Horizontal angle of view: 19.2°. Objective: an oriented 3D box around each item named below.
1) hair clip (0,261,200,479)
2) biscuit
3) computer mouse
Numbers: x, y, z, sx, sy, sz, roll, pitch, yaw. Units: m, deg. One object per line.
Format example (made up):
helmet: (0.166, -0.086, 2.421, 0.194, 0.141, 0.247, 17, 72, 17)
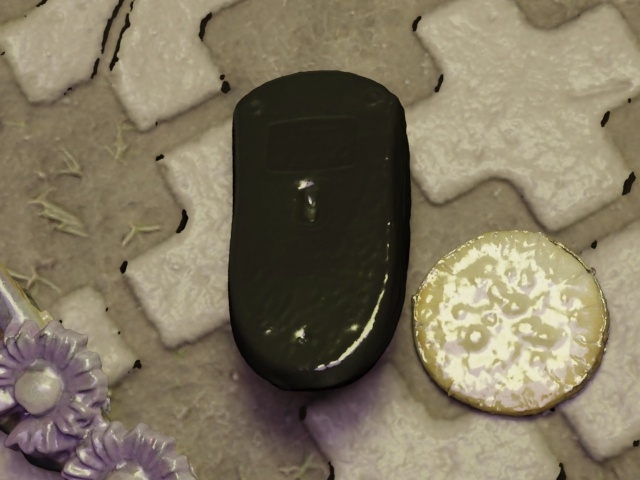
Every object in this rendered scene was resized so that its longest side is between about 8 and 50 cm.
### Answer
hair clip: (-0.173, 0.141, 1.398, 0.106, 0.084, 0.292, -40, 77, 9)
biscuit: (0.143, 0.061, 1.424, 0.152, 0.020, 0.152, -1, 71, 4)
computer mouse: (0.000, 0.000, 1.421, 0.137, 0.086, 0.270, -4, 62, 9)
